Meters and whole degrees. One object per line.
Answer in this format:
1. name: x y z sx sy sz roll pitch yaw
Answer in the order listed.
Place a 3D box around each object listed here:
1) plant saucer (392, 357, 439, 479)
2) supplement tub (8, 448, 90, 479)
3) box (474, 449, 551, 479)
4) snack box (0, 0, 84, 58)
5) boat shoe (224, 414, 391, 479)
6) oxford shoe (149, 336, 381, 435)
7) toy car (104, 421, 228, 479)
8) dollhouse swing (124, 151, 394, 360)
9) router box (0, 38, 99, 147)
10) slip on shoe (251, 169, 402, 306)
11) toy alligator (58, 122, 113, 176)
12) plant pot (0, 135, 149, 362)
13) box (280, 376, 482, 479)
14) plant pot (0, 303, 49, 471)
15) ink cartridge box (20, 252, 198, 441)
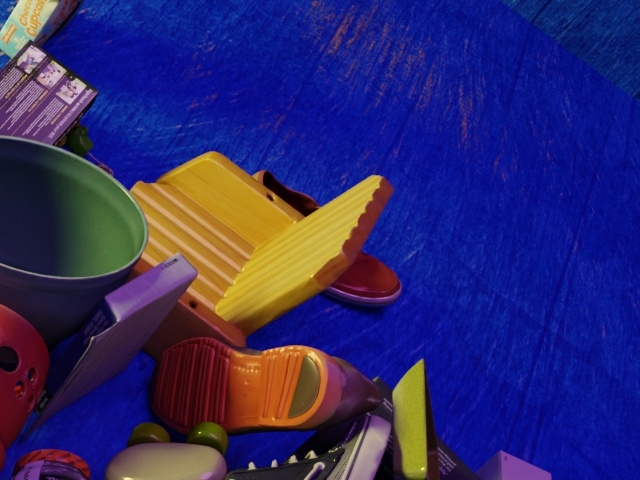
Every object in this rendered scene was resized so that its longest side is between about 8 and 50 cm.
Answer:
1. plant saucer: 0.119 0.277 1.678 0.045 0.188 0.188 -6 41 7
2. supplement tub: -0.314 0.340 1.536 0.117 0.117 0.190 22 39 -24
3. box: 0.290 0.395 2.052 0.101 0.087 0.102 27 37 -18
4. snack box: -0.386 -0.438 2.141 0.060 0.322 0.187 40 35 -6
5. boat shoe: -0.026 0.284 1.562 0.158 0.127 0.340 21 24 6
6. oxford shoe: -0.083 0.201 1.749 0.132 0.363 0.130 18 78 -44
7. toy car: -0.176 0.340 1.633 0.148 0.188 0.155 -2 27 10
8. dollhouse swing: -0.124 -0.026 1.950 0.315 0.305 0.347 38 36 -3
9. router box: -0.437 -0.196 2.017 0.133 0.046 0.179 37 59 -4
10. slip on shoe: 0.000 0.000 2.209 0.331 0.101 0.123 34 34 -10
11. toy alligator: -0.385 -0.171 2.084 0.189 0.051 0.056 39 36 -1
12. plant pot: -0.389 0.029 1.716 0.293 0.196 0.293 19 30 -12
13. box: 0.077 0.408 1.765 0.343 0.179 0.312 45 35 9
14. plant pot: -0.423 0.182 1.550 0.191 0.191 0.174 27 42 -18
15. ink cartridge box: -0.278 0.132 1.705 0.045 0.223 0.224 45 34 7
